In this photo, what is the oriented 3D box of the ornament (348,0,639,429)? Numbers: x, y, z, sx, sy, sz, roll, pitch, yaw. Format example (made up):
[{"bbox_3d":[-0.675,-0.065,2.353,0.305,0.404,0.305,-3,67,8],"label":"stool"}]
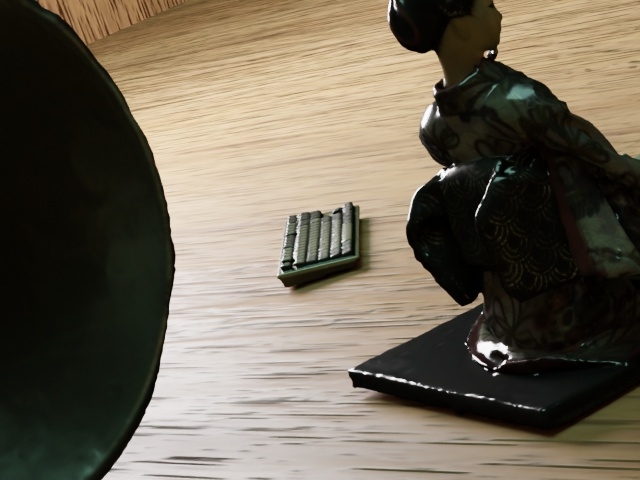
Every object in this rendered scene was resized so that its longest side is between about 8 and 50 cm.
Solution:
[{"bbox_3d":[0.085,-0.044,0.787,0.153,0.196,0.166,-27,16,-26],"label":"ornament"}]

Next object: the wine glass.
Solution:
[{"bbox_3d":[-0.250,0.010,0.956,0.267,0.267,0.406,-24,9,-18],"label":"wine glass"}]

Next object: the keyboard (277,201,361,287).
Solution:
[{"bbox_3d":[0.000,0.000,1.123,0.049,0.015,0.129,-18,13,6],"label":"keyboard"}]

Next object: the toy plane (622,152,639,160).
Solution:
[{"bbox_3d":[0.191,-0.045,0.989,0.083,0.033,0.080,-18,27,8],"label":"toy plane"}]
